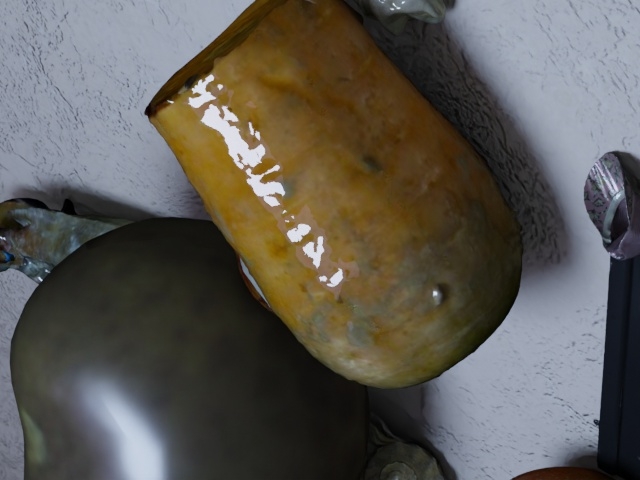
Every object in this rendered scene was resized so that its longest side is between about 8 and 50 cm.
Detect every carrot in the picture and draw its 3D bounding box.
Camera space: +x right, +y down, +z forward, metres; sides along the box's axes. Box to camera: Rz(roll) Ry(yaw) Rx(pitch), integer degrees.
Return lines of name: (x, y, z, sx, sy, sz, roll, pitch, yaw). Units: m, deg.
carrot: (0.017, -0.042, 1.570, 0.341, 0.224, 0.224, 50, 151, -15)

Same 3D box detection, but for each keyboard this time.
keyboard: (0.285, 0.120, 1.617, 0.101, 0.018, 0.310, 28, 145, 29)

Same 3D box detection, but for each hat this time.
hat: (0.247, -0.028, 1.486, 0.058, 0.042, 0.087, -39, 58, 58)

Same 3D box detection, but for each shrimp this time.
shrimp: (-0.232, 0.047, 2.156, 0.445, 0.110, 0.221, 21, 149, 34)

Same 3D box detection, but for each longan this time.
longan: (-0.127, 0.174, 1.853, 0.336, 0.404, 0.404, 26, 145, 59)

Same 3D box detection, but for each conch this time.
conch: (0.065, 0.254, 2.017, 0.207, 0.130, 0.155, 110, 152, -81)

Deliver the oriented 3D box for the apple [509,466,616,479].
apple: (0.243, 0.298, 1.723, 0.201, 0.201, 0.162, 47, 114, 3)

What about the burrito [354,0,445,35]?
burrito: (0.006, -0.280, 1.488, 0.082, 0.059, 0.275, -22, 107, 45)

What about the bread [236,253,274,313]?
bread: (0.000, 0.000, 1.727, 0.160, 0.160, 0.073, 57, 154, -14)
